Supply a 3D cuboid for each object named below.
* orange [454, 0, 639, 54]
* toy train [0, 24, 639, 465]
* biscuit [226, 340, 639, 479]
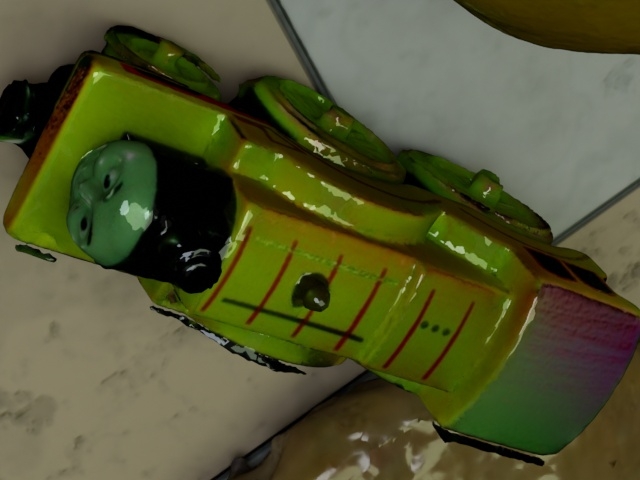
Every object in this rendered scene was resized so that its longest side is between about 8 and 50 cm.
[{"bbox_3d":[0.134,-0.202,0.674,0.279,0.235,0.279,-13,128,-17],"label":"orange"},{"bbox_3d":[0.000,0.000,0.763,0.296,0.160,0.100,19,110,-32],"label":"toy train"},{"bbox_3d":[0.092,0.252,0.975,0.429,0.104,0.446,-15,122,-18],"label":"biscuit"}]
